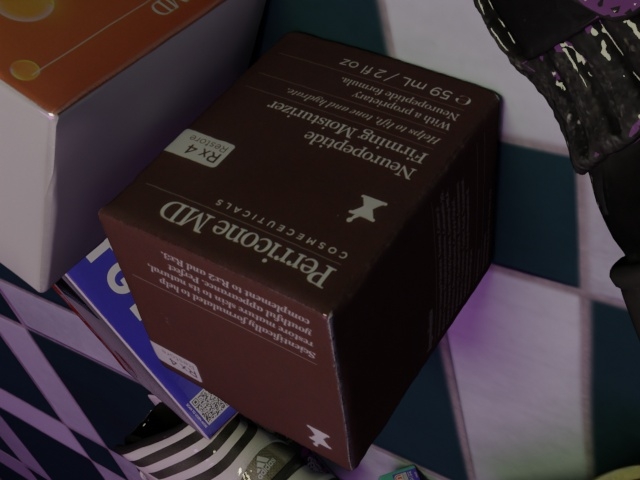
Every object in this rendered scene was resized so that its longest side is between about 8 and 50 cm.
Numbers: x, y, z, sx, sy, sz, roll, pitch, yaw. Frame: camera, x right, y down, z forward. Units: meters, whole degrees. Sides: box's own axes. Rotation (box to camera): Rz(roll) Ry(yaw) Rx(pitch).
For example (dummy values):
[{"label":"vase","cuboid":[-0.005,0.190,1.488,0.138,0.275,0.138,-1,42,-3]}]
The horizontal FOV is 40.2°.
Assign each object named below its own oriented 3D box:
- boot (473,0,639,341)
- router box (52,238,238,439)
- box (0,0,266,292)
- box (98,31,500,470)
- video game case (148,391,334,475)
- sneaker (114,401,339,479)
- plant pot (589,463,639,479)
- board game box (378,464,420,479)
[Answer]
[{"label":"boot","cuboid":[0.200,-0.133,0.279,0.347,0.131,0.260,-25,84,29]},{"label":"router box","cuboid":[-0.235,0.022,0.899,0.335,0.082,0.301,55,161,-22]},{"label":"box","cuboid":[-0.243,-0.167,0.596,0.345,0.215,0.168,34,139,8]},{"label":"box","cuboid":[0.000,0.000,0.580,0.168,0.203,0.167,22,144,25]},{"label":"video game case","cuboid":[-0.106,0.270,1.183,0.232,0.042,0.210,-12,122,52]},{"label":"sneaker","cuboid":[-0.135,0.337,1.143,0.257,0.169,0.448,39,142,16]},{"label":"plant pot","cuboid":[0.206,0.321,0.744,0.276,0.276,0.254,45,160,-8]},{"label":"board game box","cuboid":[0.111,0.379,1.004,0.210,0.047,0.160,87,165,-49]}]
